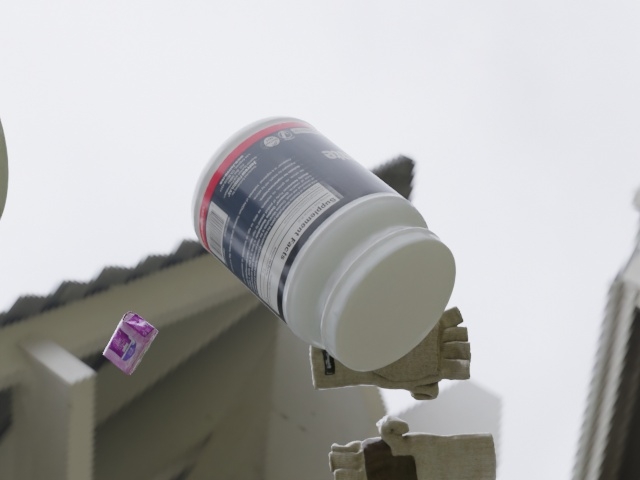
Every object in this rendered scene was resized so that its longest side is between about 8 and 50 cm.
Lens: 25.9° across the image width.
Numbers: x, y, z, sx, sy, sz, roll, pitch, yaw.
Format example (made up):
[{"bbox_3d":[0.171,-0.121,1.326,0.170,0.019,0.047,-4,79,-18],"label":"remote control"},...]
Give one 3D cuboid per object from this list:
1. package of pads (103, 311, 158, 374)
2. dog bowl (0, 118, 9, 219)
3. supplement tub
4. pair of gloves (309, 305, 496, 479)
[{"bbox_3d":[-0.261,0.140,1.903,0.083,0.050,0.032,-57,-6,38],"label":"package of pads"},{"bbox_3d":[-0.448,-0.096,1.460,0.265,0.104,0.264,39,-134,-55],"label":"dog bowl"},{"bbox_3d":[0.000,0.000,1.548,0.191,0.272,0.191,-27,-42,-27],"label":"supplement tub"},{"bbox_3d":[0.101,0.210,1.712,0.042,0.204,0.240,-19,-83,-85],"label":"pair of gloves"}]
